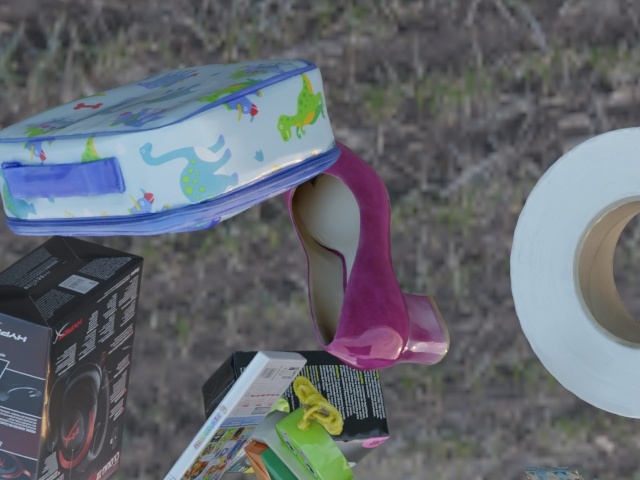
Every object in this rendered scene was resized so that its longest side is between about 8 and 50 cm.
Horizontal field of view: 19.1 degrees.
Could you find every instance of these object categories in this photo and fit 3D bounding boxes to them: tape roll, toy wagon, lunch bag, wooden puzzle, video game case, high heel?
[{"bbox_3d":[0.333,0.028,1.852,0.286,0.286,0.100,-24,170,29],"label":"tape roll"},{"bbox_3d":[0.012,0.251,1.766,0.068,0.267,0.344,-36,142,-13],"label":"toy wagon"},{"bbox_3d":[-0.112,-0.060,1.297,0.219,0.176,0.090,-2,107,45],"label":"lunch bag"},{"bbox_3d":[0.211,0.217,1.675,0.083,0.006,0.049,-4,136,32],"label":"wooden puzzle"},{"bbox_3d":[-0.061,0.128,1.322,0.122,0.011,0.087,-54,164,7],"label":"video game case"},{"bbox_3d":[0.000,0.000,1.438,0.117,0.244,0.082,8,137,-45],"label":"high heel"}]

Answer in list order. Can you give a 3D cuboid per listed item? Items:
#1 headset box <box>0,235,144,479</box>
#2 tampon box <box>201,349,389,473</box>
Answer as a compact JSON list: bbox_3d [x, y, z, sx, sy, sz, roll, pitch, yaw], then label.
[{"bbox_3d":[-0.292,0.170,1.997,0.110,0.218,0.293,16,114,16],"label":"headset box"},{"bbox_3d":[-0.028,0.181,1.993,0.161,0.101,0.120,1,157,-21],"label":"tampon box"}]
